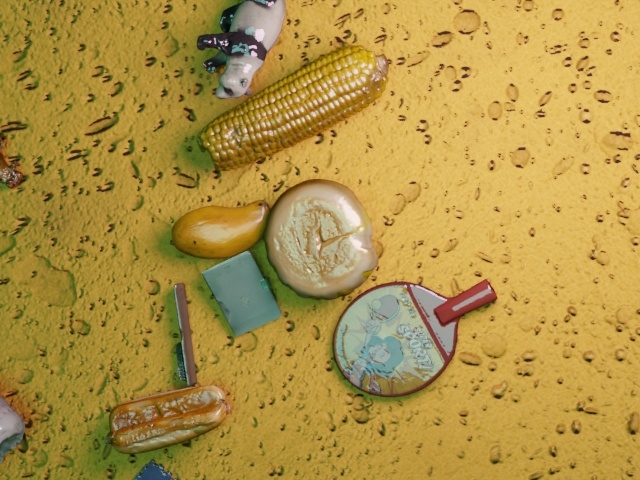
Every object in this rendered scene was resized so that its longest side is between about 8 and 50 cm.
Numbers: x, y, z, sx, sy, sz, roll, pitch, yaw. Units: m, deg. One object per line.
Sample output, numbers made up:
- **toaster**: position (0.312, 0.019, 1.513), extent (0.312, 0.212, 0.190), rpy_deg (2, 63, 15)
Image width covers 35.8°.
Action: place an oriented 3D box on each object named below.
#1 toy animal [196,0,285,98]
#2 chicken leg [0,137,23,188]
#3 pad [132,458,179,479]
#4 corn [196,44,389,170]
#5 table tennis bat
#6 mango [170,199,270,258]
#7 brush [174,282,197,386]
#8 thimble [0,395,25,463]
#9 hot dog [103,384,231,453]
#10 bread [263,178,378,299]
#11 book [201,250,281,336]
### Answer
- **toy animal**: position (-0.138, -0.351, 1.728), extent (0.121, 0.094, 0.225), rpy_deg (17, 72, 10)
- **chicken leg**: position (-0.638, -0.178, 1.835), extent (0.207, 0.101, 0.085), rpy_deg (42, 102, -16)
- **pad**: position (-0.296, 0.587, 1.845), extent (0.269, 0.012, 0.269), rpy_deg (41, 97, 5)
- **corn**: position (-0.047, -0.230, 1.724), extent (0.363, 0.120, 0.120), rpy_deg (-24, 89, 10)
- **table tennis bat**: position (0.166, 0.156, 1.749), extent (0.310, 0.038, 0.200), rpy_deg (-29, 89, 12)
- **mango**: position (-0.178, -0.017, 1.774), extent (0.190, 0.075, 0.098), rpy_deg (-12, 101, 3)
- **brush**: position (-0.254, 0.173, 1.814), extent (0.028, 0.034, 0.190), rpy_deg (-6, 93, 25)
- **thimble**: position (-0.657, 0.361, 1.813), extent (0.149, 0.185, 0.211), rpy_deg (45, 132, 6)
- **hot dog**: position (-0.282, 0.326, 1.801), extent (0.249, 0.076, 0.102), rpy_deg (-17, 65, 10)
- **bread**: position (0.000, 0.000, 1.731), extent (0.214, 0.105, 0.213), rpy_deg (1, 96, 9)
- **book**: position (-0.138, 0.095, 1.786), extent (0.103, 0.017, 0.135), rpy_deg (-25, 102, 9)
